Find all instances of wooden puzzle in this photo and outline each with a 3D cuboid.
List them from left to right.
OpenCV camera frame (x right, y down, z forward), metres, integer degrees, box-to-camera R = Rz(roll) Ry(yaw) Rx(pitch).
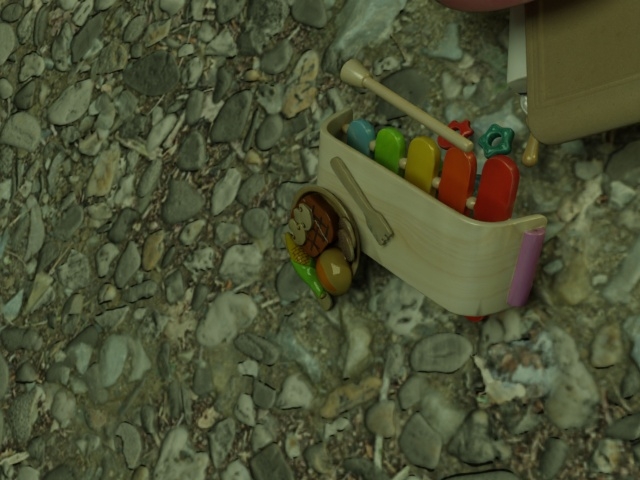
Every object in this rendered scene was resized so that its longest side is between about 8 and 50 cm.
[{"bbox_3d":[0.303,-0.224,0.831,0.221,0.044,0.239,-14,67,38],"label":"wooden puzzle"}]

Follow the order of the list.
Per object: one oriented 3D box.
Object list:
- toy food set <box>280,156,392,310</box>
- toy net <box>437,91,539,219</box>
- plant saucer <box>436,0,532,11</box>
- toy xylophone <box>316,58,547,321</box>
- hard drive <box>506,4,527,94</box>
[{"bbox_3d":[0.000,0.000,1.003,0.132,0.038,0.192,57,145,16],"label":"toy food set"},{"bbox_3d":[0.214,-0.117,0.976,0.232,0.045,0.122,-45,50,12],"label":"toy net"},{"bbox_3d":[0.226,-0.385,0.886,0.332,0.084,0.332,-28,39,26],"label":"plant saucer"},{"bbox_3d":[0.102,-0.057,0.939,0.322,0.081,0.236,43,140,32],"label":"toy xylophone"},{"bbox_3d":[0.306,-0.328,0.929,0.210,0.040,0.319,-10,65,40],"label":"hard drive"}]
